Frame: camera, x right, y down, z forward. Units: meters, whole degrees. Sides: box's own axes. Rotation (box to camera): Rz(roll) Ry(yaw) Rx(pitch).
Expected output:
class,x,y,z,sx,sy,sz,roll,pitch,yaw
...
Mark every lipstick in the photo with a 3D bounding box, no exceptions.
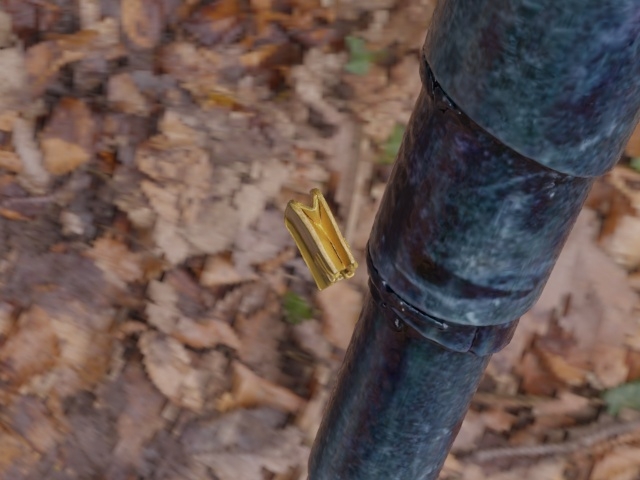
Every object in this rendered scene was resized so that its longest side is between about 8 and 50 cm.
class,x,y,z,sx,sy,sz,roll,pitch,yaw
lipstick,0.035,0.008,0.442,0.053,0.053,0.234,-6,135,-24

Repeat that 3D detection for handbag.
class,x,y,z,sx,sy,sz,roll,pitch,yaw
handbag,0.000,0.000,1.261,0.027,0.083,0.061,-28,86,-5
